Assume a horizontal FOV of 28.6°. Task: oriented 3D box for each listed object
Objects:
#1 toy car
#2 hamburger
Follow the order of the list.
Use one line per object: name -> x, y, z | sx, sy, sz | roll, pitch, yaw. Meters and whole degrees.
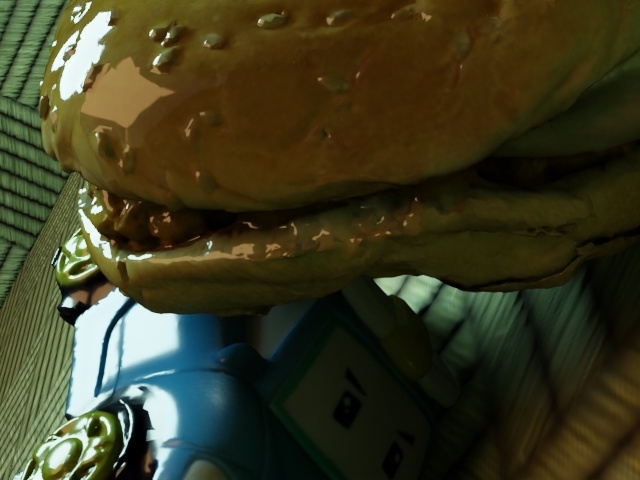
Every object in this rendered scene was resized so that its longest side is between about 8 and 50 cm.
toy car -> -0.020, 0.089, 0.589 | 0.166, 0.198, 0.314 | -32, 30, 15
hamburger -> 0.025, -0.085, 0.533 | 0.259, 0.283, 0.144 | -81, -19, -57
